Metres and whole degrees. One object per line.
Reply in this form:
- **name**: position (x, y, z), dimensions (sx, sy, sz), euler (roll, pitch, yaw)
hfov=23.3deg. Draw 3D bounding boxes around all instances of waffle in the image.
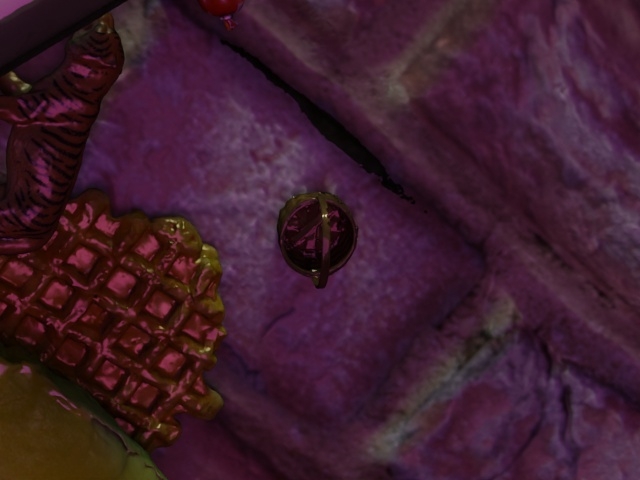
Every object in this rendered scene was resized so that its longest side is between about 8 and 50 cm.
- **waffle**: position (-0.191, 0.079, 1.250), dimensions (0.237, 0.059, 0.243), euler (-9, 108, -6)

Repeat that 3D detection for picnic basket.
- **picnic basket**: position (0.000, 0.000, 1.237), dimensions (0.072, 0.083, 0.072), euler (-2, 107, -7)

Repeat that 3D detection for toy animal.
- **toy animal**: position (-0.224, -0.068, 1.176), dimensions (0.099, 0.057, 0.241), euler (19, 88, -7)

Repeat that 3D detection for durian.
- **durian**: position (-0.227, 0.170, 1.194), dimensions (0.250, 0.101, 0.139), euler (33, 60, -17)

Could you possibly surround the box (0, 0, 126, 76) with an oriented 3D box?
- **box**: position (-0.235, -0.289, 1.007), dimensions (0.343, 0.177, 0.352), euler (-35, 99, -7)

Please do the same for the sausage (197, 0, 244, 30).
- **sausage**: position (-0.086, -0.228, 1.173), dimensions (0.050, 0.048, 0.145), euler (5, 119, 34)
